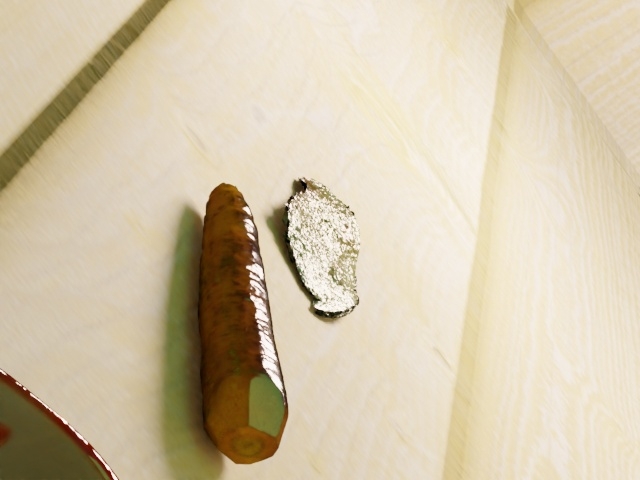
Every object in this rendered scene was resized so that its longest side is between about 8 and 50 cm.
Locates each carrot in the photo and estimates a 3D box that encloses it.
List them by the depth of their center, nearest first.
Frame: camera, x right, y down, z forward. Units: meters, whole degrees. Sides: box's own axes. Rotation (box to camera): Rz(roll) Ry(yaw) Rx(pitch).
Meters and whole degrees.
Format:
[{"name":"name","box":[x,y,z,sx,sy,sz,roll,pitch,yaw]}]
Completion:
[{"name":"carrot","box":[-0.066,0.049,1.306,0.066,0.066,0.314,44,24,-32]}]

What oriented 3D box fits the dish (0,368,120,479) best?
[{"name":"dish","box":[-0.186,0.177,0.762,0.256,0.117,0.256,47,23,-27]}]

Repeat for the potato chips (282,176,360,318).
[{"name":"potato chips","box":[0.000,0.000,1.589,0.142,0.026,0.209,42,27,-43]}]
